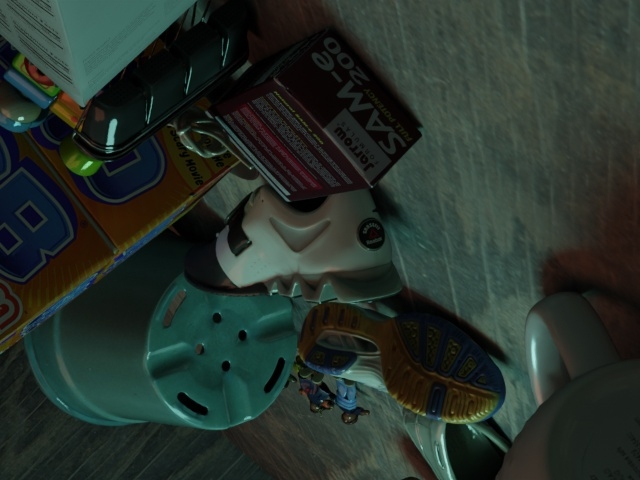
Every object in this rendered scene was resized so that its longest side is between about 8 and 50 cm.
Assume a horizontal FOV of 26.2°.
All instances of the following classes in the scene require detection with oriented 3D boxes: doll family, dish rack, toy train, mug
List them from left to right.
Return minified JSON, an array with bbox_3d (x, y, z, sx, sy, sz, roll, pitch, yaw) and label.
[{"bbox_3d":[-0.213,-0.224,1.250,0.271,0.208,0.074,42,146,9],"label":"dish rack"},{"bbox_3d":[-0.202,-0.109,1.351,0.248,0.105,0.143,39,132,-14],"label":"toy train"},{"bbox_3d":[-0.006,0.228,2.167,0.193,0.076,0.111,39,146,36],"label":"doll family"},{"bbox_3d":[0.257,0.215,1.163,0.328,0.276,0.374,75,176,-54],"label":"mug"}]

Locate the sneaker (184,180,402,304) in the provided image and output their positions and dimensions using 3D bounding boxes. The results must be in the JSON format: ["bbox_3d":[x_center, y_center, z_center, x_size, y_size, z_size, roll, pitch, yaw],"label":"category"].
[{"bbox_3d":[-0.041,-0.014,1.505,0.330,0.122,0.146,-1,101,49],"label":"sneaker"}]

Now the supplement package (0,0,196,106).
[{"bbox_3d":[-0.182,-0.254,1.090,0.149,0.194,0.203,41,164,10],"label":"supplement package"}]

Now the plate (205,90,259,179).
[{"bbox_3d":[-0.134,-0.145,1.595,0.188,0.024,0.188,40,164,14],"label":"plate"}]

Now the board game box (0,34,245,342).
[{"bbox_3d":[-0.356,-0.103,1.563,0.356,0.356,0.356,52,165,-3],"label":"board game box"}]

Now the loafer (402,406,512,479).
[{"bbox_3d":[0.219,0.321,1.768,0.319,0.112,0.111,50,172,-20],"label":"loafer"}]

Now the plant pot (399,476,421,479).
[{"bbox_3d":[0.206,0.462,2.122,0.237,0.109,0.237,55,158,34],"label":"plant pot"}]

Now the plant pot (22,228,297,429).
[{"bbox_3d":[-0.228,0.137,2.076,0.341,0.341,0.334,51,156,-25],"label":"plant pot"}]

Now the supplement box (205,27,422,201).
[{"bbox_3d":[-0.013,-0.110,1.277,0.130,0.073,0.239,48,166,-13],"label":"supplement box"}]

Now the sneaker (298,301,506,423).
[{"bbox_3d":[0.115,0.139,1.615,0.296,0.112,0.131,19,180,44],"label":"sneaker"}]
